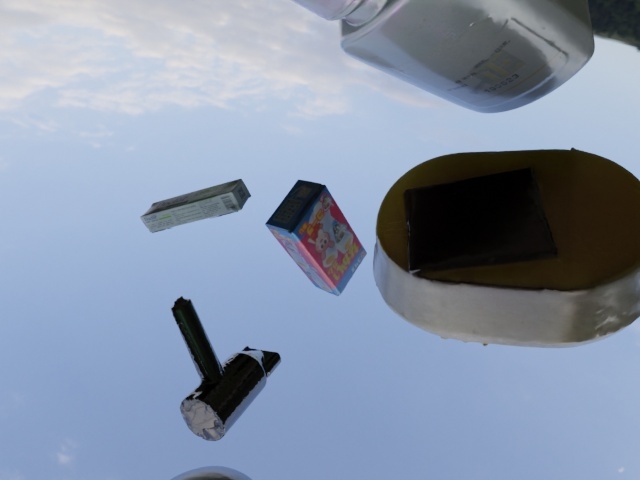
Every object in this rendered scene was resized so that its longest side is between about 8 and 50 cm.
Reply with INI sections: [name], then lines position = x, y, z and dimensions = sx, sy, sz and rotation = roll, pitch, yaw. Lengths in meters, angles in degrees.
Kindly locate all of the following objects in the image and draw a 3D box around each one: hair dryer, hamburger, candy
[hair dryer]
position = -0.221, 0.238, 1.010
dimensions = 0.116, 0.302, 0.244
rotation = -9, -162, 28
[hamburger]
position = 0.204, 0.010, 0.513
dimensions = 0.296, 0.151, 0.227
rotation = 6, -124, 23
[candy]
position = -0.001, 0.000, 1.200
dimensions = 0.100, 0.305, 0.157
rotation = 16, -116, 40

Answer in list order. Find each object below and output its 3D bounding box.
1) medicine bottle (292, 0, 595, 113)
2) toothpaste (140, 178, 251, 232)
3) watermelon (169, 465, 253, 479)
[medicine bottle]
position = 0.113, -0.220, 0.432
dimensions = 0.297, 0.161, 0.111
rotation = 8, -106, -32
[toothpaste]
position = -0.369, -0.098, 1.331
dimensions = 0.337, 0.067, 0.081
rotation = -11, -148, 23
[watermelon]
position = -0.290, 0.704, 1.107
dimensions = 0.360, 0.278, 0.278
rotation = -17, -146, 22
